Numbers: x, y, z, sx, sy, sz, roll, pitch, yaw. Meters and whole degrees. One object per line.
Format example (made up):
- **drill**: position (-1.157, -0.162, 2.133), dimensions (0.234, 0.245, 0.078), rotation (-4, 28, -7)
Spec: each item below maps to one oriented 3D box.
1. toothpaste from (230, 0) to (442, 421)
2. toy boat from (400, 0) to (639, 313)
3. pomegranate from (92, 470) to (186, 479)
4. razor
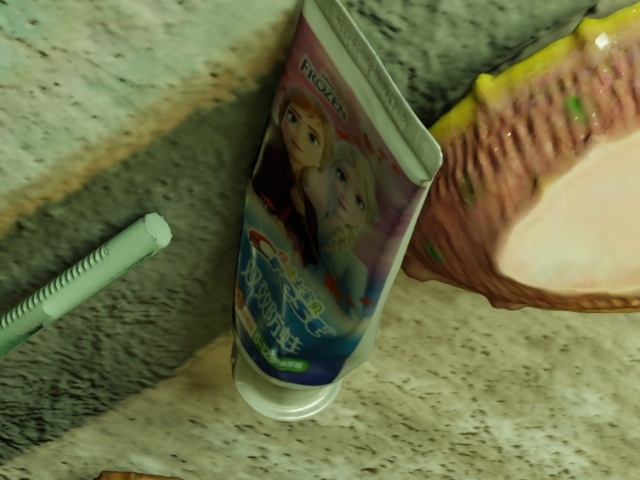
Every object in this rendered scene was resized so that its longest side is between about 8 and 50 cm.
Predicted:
- **toothpaste**: position (0.000, 0.000, 0.754), dimensions (0.061, 0.096, 0.266), rotation (-24, 157, -21)
- **toy boat**: position (0.155, -0.038, 0.692), dimensions (0.318, 0.099, 0.141), rotation (-17, 116, 22)
- **pomegranate**: position (-0.100, 0.325, 0.995), dimensions (0.416, 0.417, 0.417), rotation (-1, 147, 0)
- **razor**: position (-0.150, 0.040, 0.846), dimensions (0.211, 0.036, 0.084), rotation (-27, 140, 35)
